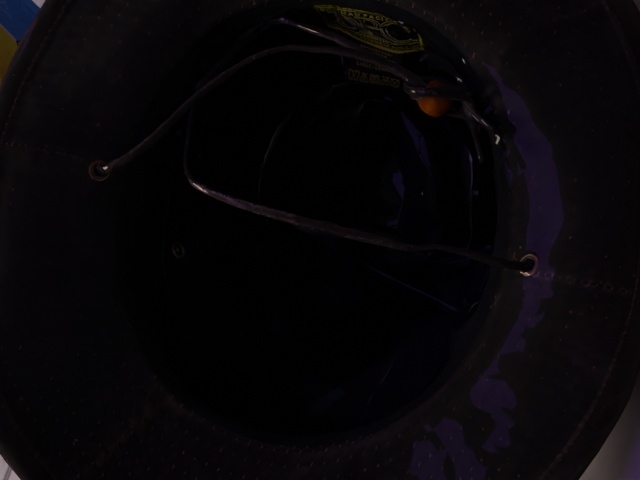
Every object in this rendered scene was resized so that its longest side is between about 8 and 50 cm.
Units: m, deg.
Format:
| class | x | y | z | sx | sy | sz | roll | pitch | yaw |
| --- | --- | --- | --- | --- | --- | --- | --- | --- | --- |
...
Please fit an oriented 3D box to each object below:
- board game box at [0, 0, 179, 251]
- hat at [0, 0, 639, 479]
| class | x | y | z | sx | sy | sz | roll | pitch | yaw |
| --- | --- | --- | --- | --- | --- | --- | --- | --- | --- |
| board game box | -0.129 | -0.030 | 0.989 | 0.064 | 0.242 | 0.316 | -43 | 33 | 7 |
| hat | 0.000 | 0.000 | 0.794 | 0.134 | 0.331 | 0.331 | 53 | -133 | -76 |
